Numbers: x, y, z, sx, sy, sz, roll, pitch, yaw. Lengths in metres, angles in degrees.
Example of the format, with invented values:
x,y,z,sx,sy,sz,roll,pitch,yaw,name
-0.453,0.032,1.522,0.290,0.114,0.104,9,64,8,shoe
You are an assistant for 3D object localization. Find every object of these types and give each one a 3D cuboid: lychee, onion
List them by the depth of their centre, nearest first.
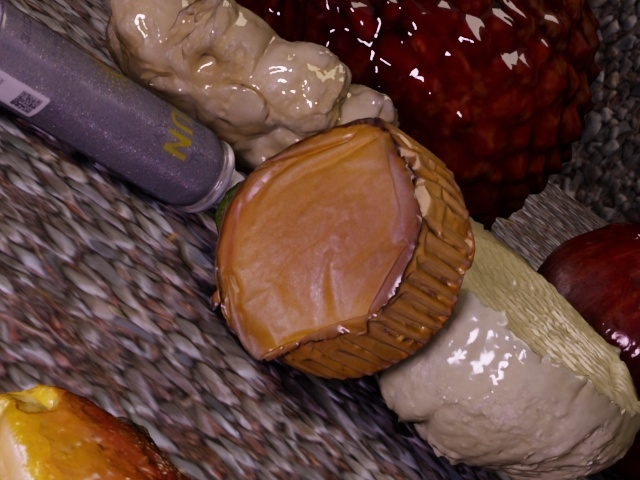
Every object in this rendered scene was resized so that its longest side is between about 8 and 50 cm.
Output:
x,y,z,sx,sy,sz,roll,pitch,yaw,name
0.331,0.105,1.965,0.276,0.276,0.276,38,11,-9,onion
0.081,-0.228,2.069,0.500,0.424,0.424,64,-1,-27,lychee

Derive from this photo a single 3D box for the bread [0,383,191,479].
x,y,z,sx,sy,sz,roll,pitch,yaw,name
-0.023,0.204,0.790,0.185,0.109,0.380,26,16,-48,bread

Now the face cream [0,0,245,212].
x,y,z,sx,sy,sz,roll,pitch,yaw,name
-0.170,-0.098,1.572,0.283,0.073,0.073,32,14,-37,face cream

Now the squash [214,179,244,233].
x,y,z,sx,sy,sz,roll,pitch,yaw,name
-0.002,0.000,1.708,0.087,0.087,0.331,44,12,19,squash

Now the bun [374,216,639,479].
x,y,z,sx,sy,sz,roll,pitch,yaw,name
0.126,0.097,1.573,0.259,0.152,0.259,36,17,-13,bun

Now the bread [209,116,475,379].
x,y,z,sx,sy,sz,roll,pitch,yaw,name
0.020,0.010,1.463,0.104,0.199,0.199,30,15,-47,bread

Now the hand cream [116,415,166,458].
x,y,z,sx,sy,sz,roll,pitch,yaw,name
-0.056,0.155,1.066,0.163,0.039,0.062,38,12,21,hand cream

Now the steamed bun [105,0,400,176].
x,y,z,sx,sy,sz,roll,pitch,yaw,name
-0.080,-0.124,1.762,0.292,0.137,0.295,26,-3,9,steamed bun
